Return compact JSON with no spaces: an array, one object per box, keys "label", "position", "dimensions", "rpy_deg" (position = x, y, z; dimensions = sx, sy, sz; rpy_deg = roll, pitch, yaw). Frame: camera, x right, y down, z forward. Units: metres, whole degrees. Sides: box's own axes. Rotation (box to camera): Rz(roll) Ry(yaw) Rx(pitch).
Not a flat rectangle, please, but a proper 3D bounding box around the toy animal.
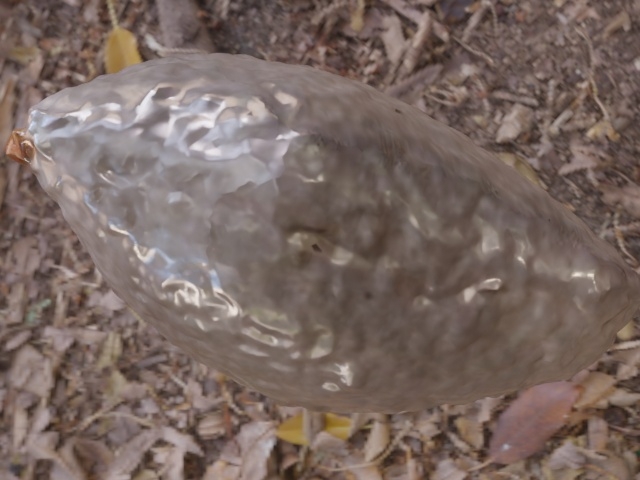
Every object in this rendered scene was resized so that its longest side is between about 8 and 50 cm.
[{"label":"toy animal","position":[-0.006,-0.003,0.641],"dimensions":[0.188,0.358,0.226],"rpy_deg":[-67,22,0]}]
